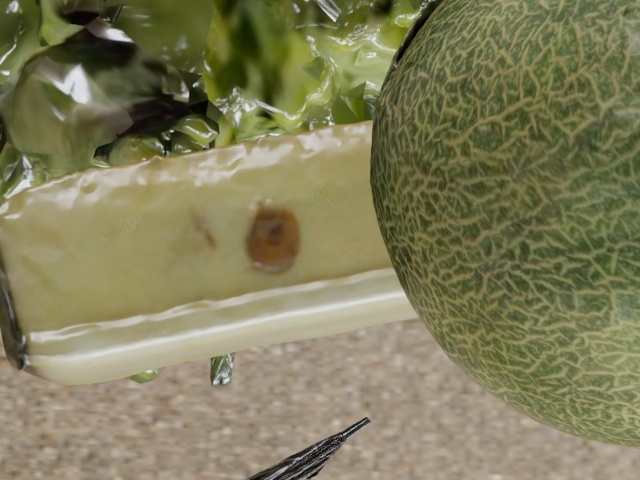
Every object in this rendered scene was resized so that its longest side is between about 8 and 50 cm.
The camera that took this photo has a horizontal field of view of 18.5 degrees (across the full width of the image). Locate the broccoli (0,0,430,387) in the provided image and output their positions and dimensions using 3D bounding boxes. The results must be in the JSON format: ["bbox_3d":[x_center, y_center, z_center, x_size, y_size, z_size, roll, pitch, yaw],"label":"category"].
[{"bbox_3d":[-0.066,-0.116,0.753,0.272,0.324,0.334,11,46,-53],"label":"broccoli"}]

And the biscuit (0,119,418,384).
[{"bbox_3d":[0.000,0.000,0.569,0.188,0.052,0.056,-12,73,-4],"label":"biscuit"}]

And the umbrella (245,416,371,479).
[{"bbox_3d":[-0.033,0.095,0.665,0.122,0.013,0.022,-29,125,-10],"label":"umbrella"}]

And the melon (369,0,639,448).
[{"bbox_3d":[0.088,-0.018,0.462,0.139,0.192,0.139,12,73,-44],"label":"melon"}]
